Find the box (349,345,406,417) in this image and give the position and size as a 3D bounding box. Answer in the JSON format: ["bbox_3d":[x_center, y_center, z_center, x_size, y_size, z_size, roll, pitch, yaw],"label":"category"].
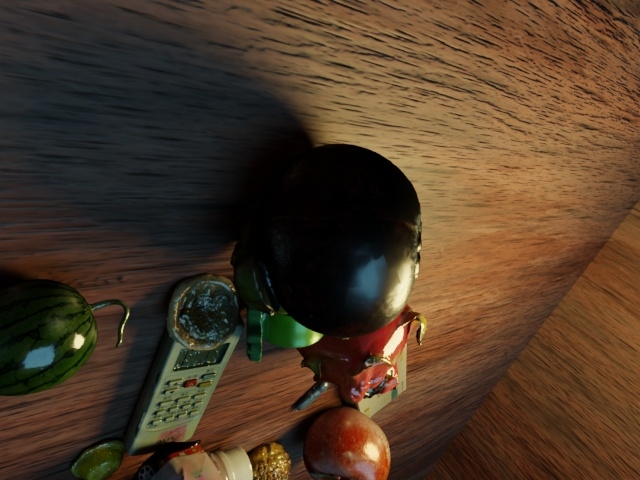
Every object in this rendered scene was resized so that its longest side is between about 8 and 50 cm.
[{"bbox_3d":[0.178,0.443,1.414,0.200,0.065,0.343,-31,141,-16],"label":"box"}]

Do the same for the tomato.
[{"bbox_3d":[0.080,0.634,1.355,0.227,0.270,0.270,-62,160,-43],"label":"tomato"}]

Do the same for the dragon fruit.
[{"bbox_3d":[0.090,0.210,0.986,0.305,0.226,0.306,-22,137,-22],"label":"dragon fruit"}]

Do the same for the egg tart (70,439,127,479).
[{"bbox_3d":[-0.429,0.437,0.871,0.105,0.039,0.105,-26,141,-23],"label":"egg tart"}]

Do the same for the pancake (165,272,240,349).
[{"bbox_3d":[-0.195,0.122,0.759,0.139,0.022,0.140,-5,98,-39],"label":"pancake"}]

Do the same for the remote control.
[{"bbox_3d":[-0.270,0.282,0.864,0.145,0.050,0.344,3,122,-44],"label":"remote control"}]

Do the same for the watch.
[{"bbox_3d":[-0.063,0.150,0.819,0.151,0.165,0.131,3,108,-11],"label":"watch"}]

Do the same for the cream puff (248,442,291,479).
[{"bbox_3d":[-0.151,0.668,1.281,0.150,0.115,0.165,-48,142,-2],"label":"cream puff"}]

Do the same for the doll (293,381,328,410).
[{"bbox_3d":[-0.027,0.442,1.259,0.125,0.027,0.037,-41,142,0],"label":"doll"}]

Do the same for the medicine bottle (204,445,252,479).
[{"bbox_3d":[-0.291,0.584,1.051,0.247,0.147,0.147,-5,128,-39],"label":"medicine bottle"}]

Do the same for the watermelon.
[{"bbox_3d":[-0.345,0.113,0.565,0.187,0.140,0.141,-25,139,-28],"label":"watermelon"}]

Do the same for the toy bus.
[{"bbox_3d":[-0.334,0.543,0.866,0.303,0.147,0.127,-52,158,-1],"label":"toy bus"}]

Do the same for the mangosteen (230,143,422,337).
[{"bbox_3d":[0.014,-0.005,0.693,0.300,0.300,0.300,-25,139,-24],"label":"mangosteen"}]
